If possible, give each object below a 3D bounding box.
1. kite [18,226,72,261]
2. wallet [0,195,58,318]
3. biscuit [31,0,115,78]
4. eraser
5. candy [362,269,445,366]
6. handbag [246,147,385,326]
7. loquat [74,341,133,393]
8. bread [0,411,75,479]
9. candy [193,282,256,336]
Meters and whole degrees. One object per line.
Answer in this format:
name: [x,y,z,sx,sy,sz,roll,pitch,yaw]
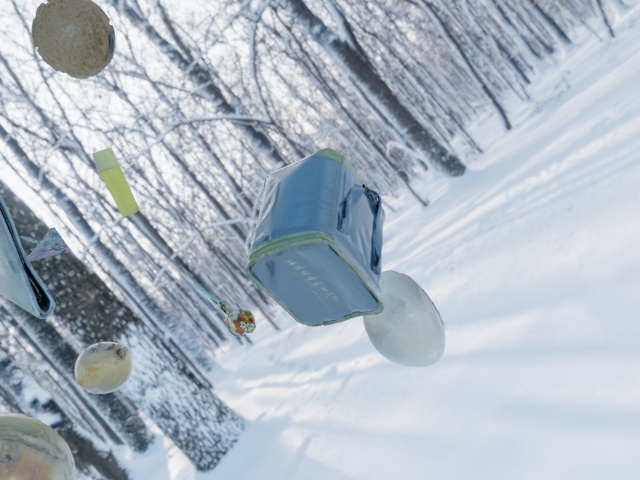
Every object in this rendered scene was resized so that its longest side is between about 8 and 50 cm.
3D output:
kite: [-0.675,0.006,1.454,0.139,0.157,0.011,-75,0,-54]
wallet: [-0.572,-0.020,1.027,0.054,0.252,0.290,-39,-36,-40]
biscuit: [-0.659,-0.547,1.616,0.226,0.226,0.042,-40,27,13]
eraser: [-0.437,-0.124,1.290,0.045,0.122,0.097,-26,41,-15]
candy: [0.216,0.222,1.616,0.185,0.295,0.295,-34,-1,-9]
handbag: [0.000,0.000,1.134,0.223,0.263,0.240,-17,42,26]
loquat: [-0.662,0.386,1.863,0.204,0.149,0.172,-43,-34,23]
bread: [-0.640,0.427,1.169,0.314,0.191,0.171,6,4,-32]
candy: [-0.183,0.120,1.117,0.056,0.185,0.049,20,-80,-50]
